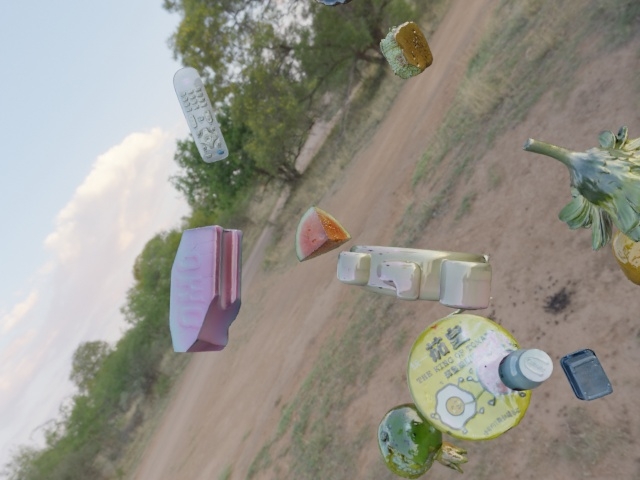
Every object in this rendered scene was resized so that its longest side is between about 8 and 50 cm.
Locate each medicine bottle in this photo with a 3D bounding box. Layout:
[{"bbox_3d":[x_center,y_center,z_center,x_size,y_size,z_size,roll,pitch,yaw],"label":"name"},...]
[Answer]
[{"bbox_3d":[0.465,0.292,1.091,0.091,0.090,0.217,-58,-19,-11],"label":"medicine bottle"}]

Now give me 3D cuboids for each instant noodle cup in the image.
[{"bbox_3d":[0.397,0.392,1.367,0.326,0.325,0.254,-59,-14,-15],"label":"instant noodle cup"}]

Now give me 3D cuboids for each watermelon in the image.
[{"bbox_3d":[0.000,0.000,1.119,0.135,0.125,0.094,-53,22,-7],"label":"watermelon"}]

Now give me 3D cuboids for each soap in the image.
[{"bbox_3d":[-0.309,0.134,1.283,0.192,0.109,0.324,-6,80,38],"label":"soap"}]

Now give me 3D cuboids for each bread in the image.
[{"bbox_3d":[0.227,-0.500,1.273,0.069,0.140,0.128,-6,37,50],"label":"bread"}]

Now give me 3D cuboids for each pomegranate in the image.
[{"bbox_3d":[0.336,0.672,1.593,0.236,0.301,0.236,-162,90,-83],"label":"pomegranate"}]

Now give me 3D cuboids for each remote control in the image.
[{"bbox_3d":[-0.292,-0.306,1.176,0.073,0.229,0.044,-16,20,8],"label":"remote control"}]

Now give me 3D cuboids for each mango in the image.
[{"bbox_3d":[1.059,0.044,1.602,0.147,0.228,0.109,-2,17,32],"label":"mango"}]

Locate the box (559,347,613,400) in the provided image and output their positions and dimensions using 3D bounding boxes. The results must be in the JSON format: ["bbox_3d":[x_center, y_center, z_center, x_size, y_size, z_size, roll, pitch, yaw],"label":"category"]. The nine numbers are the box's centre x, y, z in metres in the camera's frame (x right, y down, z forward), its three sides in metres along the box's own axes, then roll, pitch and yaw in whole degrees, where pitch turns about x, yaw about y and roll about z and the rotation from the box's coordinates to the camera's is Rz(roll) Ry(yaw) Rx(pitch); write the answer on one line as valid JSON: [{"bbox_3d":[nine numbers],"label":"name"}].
[{"bbox_3d":[0.553,0.280,0.992,0.074,0.099,0.054,-25,-10,10],"label":"box"}]

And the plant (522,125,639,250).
[{"bbox_3d":[0.617,-0.161,1.025,0.261,0.297,0.306,-36,1,2],"label":"plant"}]

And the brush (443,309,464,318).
[{"bbox_3d":[0.515,0.287,1.830,0.178,0.033,0.030,-27,38,-17],"label":"brush"}]

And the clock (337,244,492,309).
[{"bbox_3d":[0.205,0.072,1.042,0.284,0.309,0.114,0,-86,-74],"label":"clock"}]

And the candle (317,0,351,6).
[{"bbox_3d":[0.086,-0.510,0.785,0.330,0.187,0.187,-43,-2,-39],"label":"candle"}]
